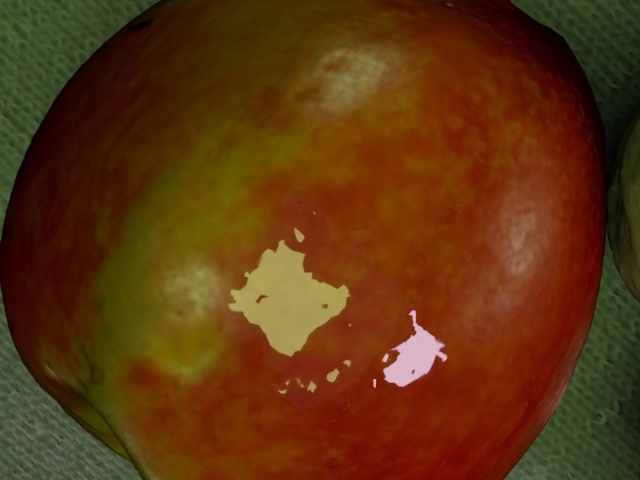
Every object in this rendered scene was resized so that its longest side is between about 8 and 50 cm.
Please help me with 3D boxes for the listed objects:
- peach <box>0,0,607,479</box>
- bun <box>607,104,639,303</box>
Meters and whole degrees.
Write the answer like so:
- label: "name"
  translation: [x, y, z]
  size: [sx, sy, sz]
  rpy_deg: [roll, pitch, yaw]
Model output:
- label: "peach"
  translation: [0.000, 0.000, 0.782]
  size: [0.388, 0.388, 0.388]
  rpy_deg: [1, 106, 3]
- label: "bun"
  translation: [0.318, -0.066, 0.729]
  size: [0.326, 0.362, 0.234]
  rpy_deg: [-33, 99, -31]
